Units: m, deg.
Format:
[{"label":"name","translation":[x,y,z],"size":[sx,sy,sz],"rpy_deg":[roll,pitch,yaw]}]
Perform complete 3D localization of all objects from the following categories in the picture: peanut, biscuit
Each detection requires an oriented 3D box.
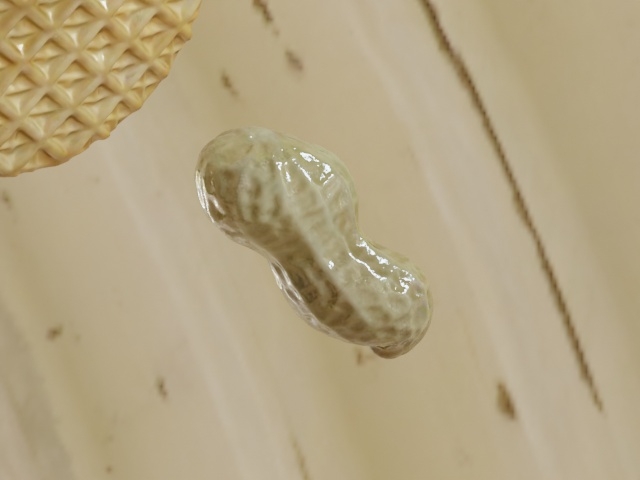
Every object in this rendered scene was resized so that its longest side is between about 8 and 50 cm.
[{"label":"peanut","translation":[0.000,0.000,1.940],"size":[0.136,0.120,0.298],"rpy_deg":[-40,-72,6]},{"label":"biscuit","translation":[-0.224,-0.138,1.476],"size":[0.309,0.040,0.205],"rpy_deg":[-2,-58,-44]}]
